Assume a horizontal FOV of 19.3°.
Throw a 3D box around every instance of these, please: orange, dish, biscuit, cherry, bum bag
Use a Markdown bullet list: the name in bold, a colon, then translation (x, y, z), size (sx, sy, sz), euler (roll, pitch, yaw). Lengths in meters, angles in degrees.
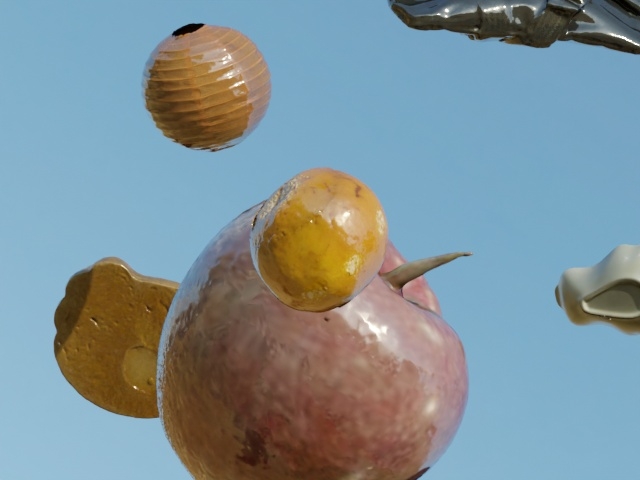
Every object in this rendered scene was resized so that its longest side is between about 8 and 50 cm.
- **orange**: translation (0.000, 0.000, 1.044), size (0.070, 0.083, 0.083), euler (45, -35, -17)
- **dish**: translation (0.280, 0.053, 1.767), size (0.137, 0.039, 0.091), euler (-7, -80, 28)
- **biscuit**: translation (-0.214, 0.119, 2.225), size (0.208, 0.049, 0.181), euler (18, -74, -3)
- **cherry**: translation (-0.004, 0.083, 1.405), size (0.285, 0.236, 0.213), euler (-37, -40, 22)
- **bum bag**: translation (0.179, -0.211, 1.652), size (0.248, 0.123, 0.060), euler (-2, -56, -6)

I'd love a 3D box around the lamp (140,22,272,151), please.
- **lamp**: translation (-0.116, -0.157, 1.916), size (0.136, 0.136, 0.136), euler (20, -34, 14)
